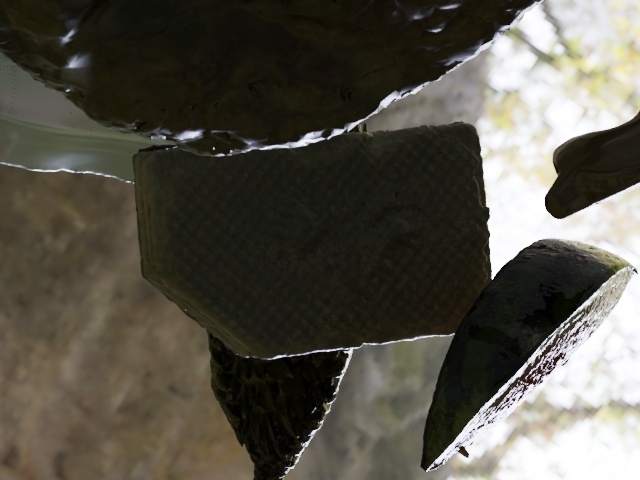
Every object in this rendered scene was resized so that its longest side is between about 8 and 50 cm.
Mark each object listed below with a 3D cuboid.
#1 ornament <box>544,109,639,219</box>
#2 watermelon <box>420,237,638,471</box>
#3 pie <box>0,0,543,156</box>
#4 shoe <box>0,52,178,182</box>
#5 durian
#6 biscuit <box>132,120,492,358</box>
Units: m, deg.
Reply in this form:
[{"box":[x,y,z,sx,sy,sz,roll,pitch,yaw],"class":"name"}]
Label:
[{"box":[0.259,-0.097,1.139,0.245,0.230,0.061,-45,-68,-39],"class":"ornament"},{"box":[0.145,0.066,1.232,0.063,0.119,0.245,24,-143,23],"class":"watermelon"},{"box":[-0.009,-0.140,0.590,0.277,0.277,0.078,22,-144,-37],"class":"pie"},{"box":[-0.203,-0.146,1.405,0.132,0.160,0.363,34,-168,32],"class":"shoe"},{"box":[-0.035,0.053,1.771,0.163,0.394,0.198,6,180,-6],"class":"durian"},{"box":[0.000,0.000,1.247,0.252,0.150,0.052,-5,-176,-24],"class":"biscuit"}]
